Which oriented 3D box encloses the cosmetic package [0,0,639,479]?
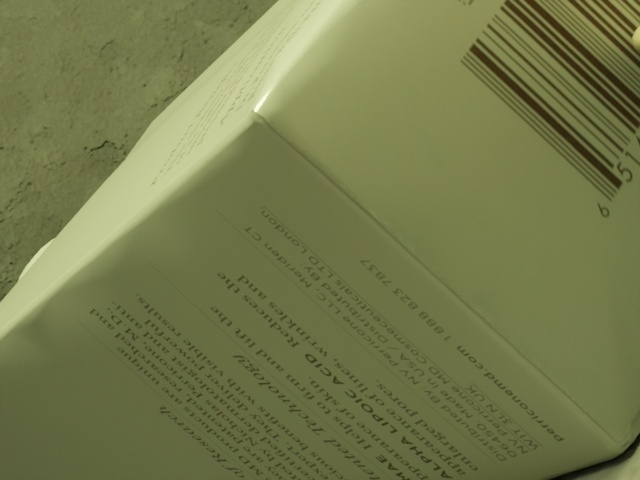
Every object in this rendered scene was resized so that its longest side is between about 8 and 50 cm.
[{"bbox_3d":[0.000,0.000,0.692,0.217,0.156,0.385,-53,9,-30],"label":"cosmetic package"}]

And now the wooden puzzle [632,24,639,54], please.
[{"bbox_3d":[0.201,-0.117,0.432,0.221,0.044,0.238,-49,24,-4],"label":"wooden puzzle"}]
